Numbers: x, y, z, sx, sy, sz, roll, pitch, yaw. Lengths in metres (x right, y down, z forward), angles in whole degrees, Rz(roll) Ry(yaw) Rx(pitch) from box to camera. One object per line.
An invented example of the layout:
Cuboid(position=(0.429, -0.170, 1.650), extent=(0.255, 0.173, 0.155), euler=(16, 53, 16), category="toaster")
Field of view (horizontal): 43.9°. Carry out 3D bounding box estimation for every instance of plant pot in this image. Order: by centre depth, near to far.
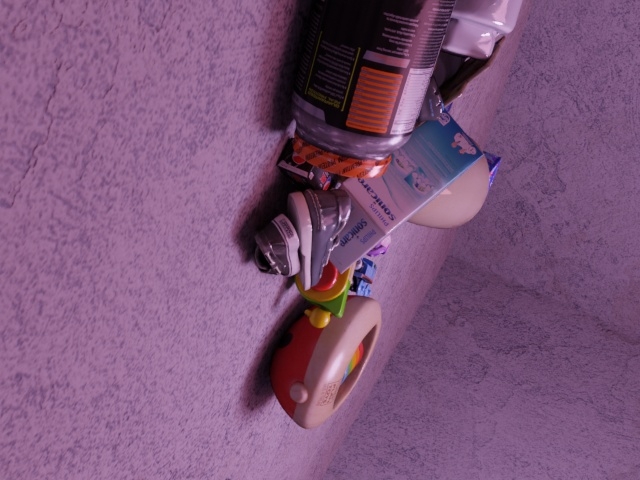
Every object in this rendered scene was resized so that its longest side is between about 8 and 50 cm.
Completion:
Cuboid(position=(0.233, -0.145, 1.908), extent=(0.274, 0.256, 0.256), euler=(-9, 123, -55), category="plant pot")

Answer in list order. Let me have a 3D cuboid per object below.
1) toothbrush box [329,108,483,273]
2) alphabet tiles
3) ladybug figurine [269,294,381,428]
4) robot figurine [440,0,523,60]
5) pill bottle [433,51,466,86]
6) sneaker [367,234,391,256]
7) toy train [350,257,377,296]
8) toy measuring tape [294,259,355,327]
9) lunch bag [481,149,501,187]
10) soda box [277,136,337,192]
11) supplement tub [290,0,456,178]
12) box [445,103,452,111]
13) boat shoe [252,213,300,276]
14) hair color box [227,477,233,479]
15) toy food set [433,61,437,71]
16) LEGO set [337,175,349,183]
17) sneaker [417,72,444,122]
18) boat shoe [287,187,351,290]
Cuboid(position=(0.137, -0.093, 1.522), extent=(0.295, 0.126, 0.216), euler=(-39, 177, -29), category="toothbrush box")
Cuboid(position=(0.252, -0.311, 1.724), extent=(0.342, 0.011, 0.285), euler=(-35, -167, 39), category="alphabet tiles")
Cuboid(position=(0.007, 0.261, 1.824), extent=(0.305, 0.162, 0.449), euler=(-70, 166, 15), category="ladybug figurine")
Cuboid(position=(0.317, -0.542, 1.570), extent=(0.300, 0.200, 0.353), euler=(37, -66, 63), category="robot figurine")
Cuboid(position=(0.266, -0.426, 1.760), extent=(0.221, 0.121, 0.121), euler=(-53, 161, -42), category="pill bottle")
Cuboid(position=(0.122, -0.015, 1.879), extent=(0.236, 0.095, 0.104), euler=(21, 75, -71), category="sneaker")
Cuboid(position=(0.093, 0.090, 2.050), extent=(0.184, 0.080, 0.105), euler=(35, 69, -73), category="toy train")
Cuboid(position=(0.020, 0.017, 1.636), extent=(0.121, 0.121, 0.330), euler=(60, 44, -73), category="toy measuring tape")
Cuboid(position=(0.397, -0.212, 2.372), extent=(0.293, 0.221, 0.138), euler=(-30, 141, -68), category="lunch bag")
Cuboid(position=(-0.020, -0.114, 1.338), extent=(0.053, 0.060, 0.169), euler=(-64, 165, -8), category="soda box")
Cuboid(position=(0.069, -0.263, 1.156), extent=(0.193, 0.194, 0.316), euler=(-41, 151, -60), category="supplement tub")
Cuboid(position=(0.353, -0.427, 2.247), extent=(0.225, 0.037, 0.136), euler=(-27, 139, -66), category="box")
Cuboid(position=(-0.081, 0.018, 1.328), extent=(0.070, 0.077, 0.219), euler=(-29, 164, -10), category="boat shoe")
Cuboid(position=(-0.179, 0.738, 1.859), extent=(0.113, 0.185, 0.374), euler=(-50, 159, -46), category="hair color box")
Cuboid(position=(0.142, -0.322, 1.559), extent=(0.218, 0.071, 0.128), euler=(-53, 141, -22), category="toy food set")
Cuboid(position=(0.139, -0.231, 1.634), extent=(0.287, 0.107, 0.132), euler=(-61, 165, -22), category="LEGO set")
Cuboid(position=(0.118, -0.329, 1.356), extent=(0.125, 0.140, 0.340), euler=(-97, 171, -49), category="sneaker")
Cuboid(position=(0.000, 0.000, 1.397), extent=(0.319, 0.099, 0.116), euler=(93, -21, -67), category="boat shoe")
